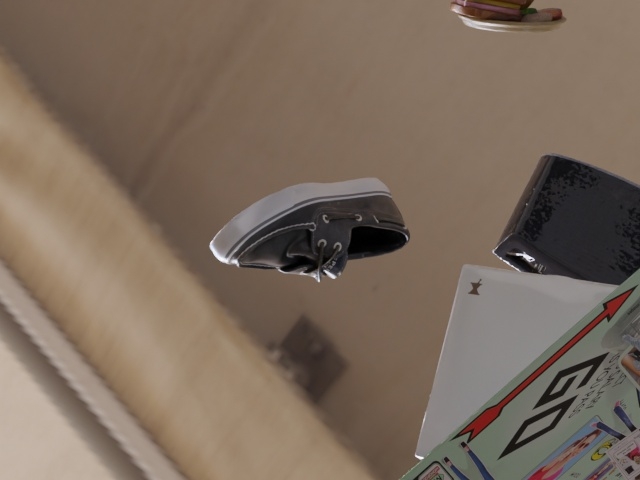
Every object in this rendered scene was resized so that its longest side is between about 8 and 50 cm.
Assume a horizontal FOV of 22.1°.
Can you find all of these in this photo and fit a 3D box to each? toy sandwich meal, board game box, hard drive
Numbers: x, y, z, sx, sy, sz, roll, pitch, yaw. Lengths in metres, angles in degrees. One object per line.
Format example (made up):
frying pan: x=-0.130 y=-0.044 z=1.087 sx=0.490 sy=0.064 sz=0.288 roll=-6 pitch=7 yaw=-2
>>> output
toy sandwich meal: x=0.133 y=-0.166 z=1.157 sx=0.086 sy=0.029 sz=0.085 roll=2 pitch=-165 yaw=-1
board game box: x=0.195 y=0.181 z=1.105 sx=0.213 sy=0.317 sz=0.046 roll=48 pitch=-179 yaw=18
hard drive: x=0.356 y=0.004 z=1.978 sx=0.255 sy=0.054 sz=0.172 roll=27 pitch=-113 yaw=4

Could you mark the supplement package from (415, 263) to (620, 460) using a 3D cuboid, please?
supplement package: x=0.224 y=0.158 z=1.430 sx=0.177 sy=0.293 sz=0.175 roll=8 pitch=-108 yaw=26

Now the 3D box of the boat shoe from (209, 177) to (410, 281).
boat shoe: x=0.000 y=0.000 z=1.451 sx=0.228 sy=0.080 sz=0.076 roll=-11 pitch=-122 yaw=-53
